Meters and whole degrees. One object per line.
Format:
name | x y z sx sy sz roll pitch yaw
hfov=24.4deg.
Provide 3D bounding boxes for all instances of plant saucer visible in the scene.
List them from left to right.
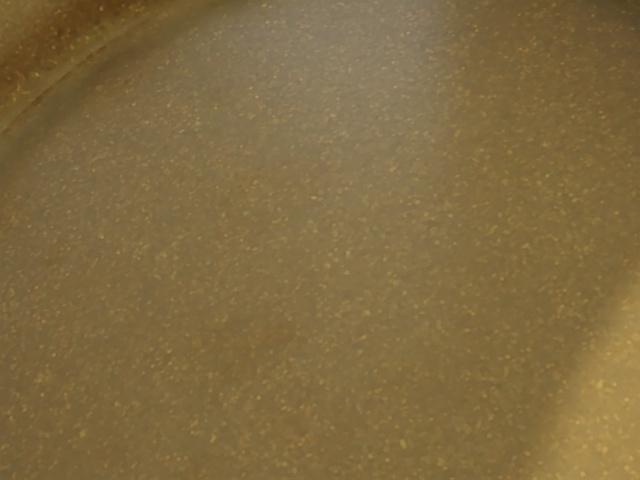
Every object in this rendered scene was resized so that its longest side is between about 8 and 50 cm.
plant saucer | 0.000 0.000 0.369 0.311 0.310 0.050 5 -36 19
